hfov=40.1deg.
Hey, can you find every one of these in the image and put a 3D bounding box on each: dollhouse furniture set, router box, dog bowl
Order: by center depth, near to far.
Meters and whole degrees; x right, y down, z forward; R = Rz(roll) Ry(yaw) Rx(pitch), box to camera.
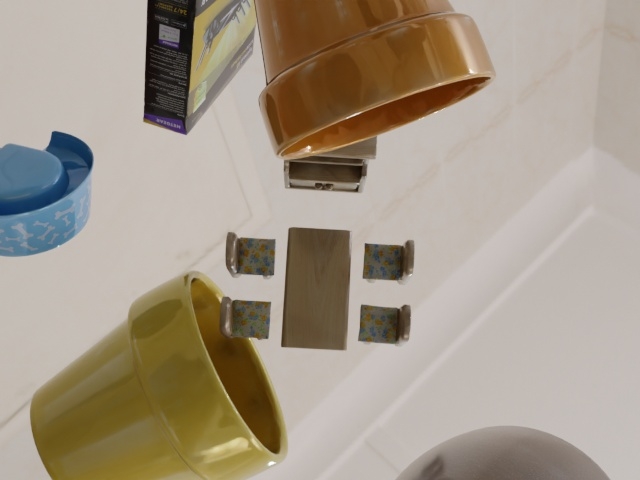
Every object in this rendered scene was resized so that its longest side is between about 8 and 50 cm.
[{"bbox_3d":[0.000,0.000,0.991,0.212,0.161,0.242,3,-101,0],"label":"dollhouse furniture set"},{"bbox_3d":[-0.395,-0.066,1.010,0.297,0.074,0.166,14,-138,17],"label":"dog bowl"},{"bbox_3d":[-0.184,-0.353,1.420,0.081,0.243,0.309,18,-139,7],"label":"router box"}]

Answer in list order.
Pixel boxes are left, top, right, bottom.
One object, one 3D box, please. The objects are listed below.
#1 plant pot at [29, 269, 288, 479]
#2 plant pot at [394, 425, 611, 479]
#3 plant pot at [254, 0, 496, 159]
[{"bbox_3d":[-0.199,0.198,1.050,0.239,0.254,0.254,-27,-128,4],"label":"plant pot"},{"bbox_3d":[0.122,0.240,0.663,0.215,0.230,0.215,-7,-108,21],"label":"plant pot"},{"bbox_3d":[0.026,-0.194,0.774,0.205,0.205,0.188,-19,-91,-2],"label":"plant pot"}]
